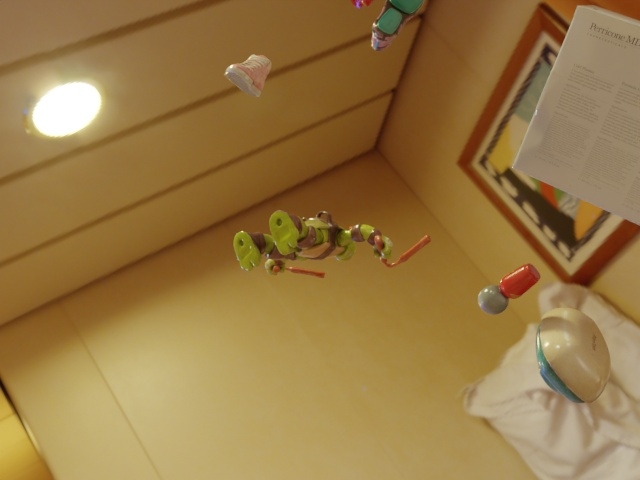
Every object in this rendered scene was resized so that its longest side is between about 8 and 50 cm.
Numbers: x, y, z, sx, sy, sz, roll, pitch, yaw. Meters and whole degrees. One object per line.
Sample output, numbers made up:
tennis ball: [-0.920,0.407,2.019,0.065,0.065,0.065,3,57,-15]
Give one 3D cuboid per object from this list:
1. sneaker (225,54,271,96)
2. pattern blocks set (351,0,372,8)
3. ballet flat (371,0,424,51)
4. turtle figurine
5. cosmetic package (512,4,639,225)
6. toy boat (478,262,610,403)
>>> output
sneaker: [-0.126,-0.305,1.345,0.070,0.051,0.134,-66,-12,0]
pattern blocks set: [0.104,-0.691,1.796,0.026,0.285,0.325,-47,23,-17]
ballet flat: [0.171,-0.514,1.750,0.221,0.077,0.079,-58,2,-33]
turtle figurine: [0.000,0.000,1.069,0.270,0.087,0.217,-9,-9,35]
cosmetic package: [0.535,-0.173,1.195,0.097,0.377,0.284,-28,-39,-52]
toy boat: [0.492,0.202,1.652,0.148,0.318,0.267,-42,-3,30]
